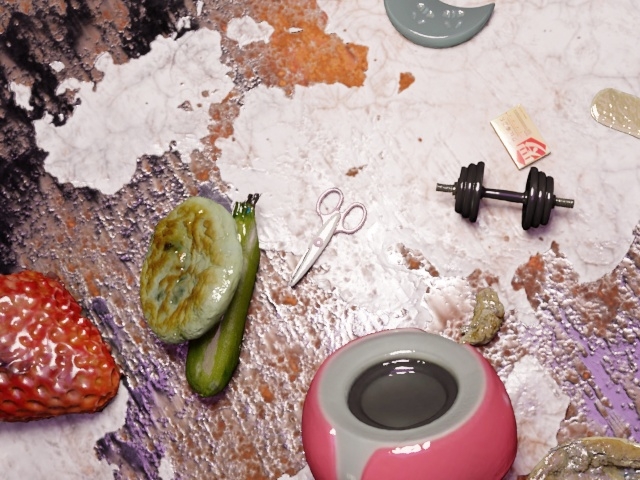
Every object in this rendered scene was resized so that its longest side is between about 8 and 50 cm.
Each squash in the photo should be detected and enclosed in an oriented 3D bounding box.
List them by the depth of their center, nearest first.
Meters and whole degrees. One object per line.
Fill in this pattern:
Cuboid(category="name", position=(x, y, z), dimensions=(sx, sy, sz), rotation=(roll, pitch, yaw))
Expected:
Cuboid(category="squash", position=(-0.147, 0.083, 1.313), dimensions=(0.087, 0.087, 0.332), rotation=(11, 84, 10))

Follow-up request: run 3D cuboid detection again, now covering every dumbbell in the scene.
Cuboid(category="dumbbell", position=(0.281, -0.069, 1.276), dimensions=(0.208, 0.099, 0.099), rotation=(8, 81, 9))

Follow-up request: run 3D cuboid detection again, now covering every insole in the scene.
Cuboid(category="insole", position=(0.543, -0.173, 1.305), dimensions=(0.247, 0.011, 0.081), rotation=(25, 85, 12))

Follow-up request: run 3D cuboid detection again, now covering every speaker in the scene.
Cuboid(category="speaker", position=(0.114, 0.257, 1.151), dimensions=(0.294, 0.294, 0.294), rotation=(-1, 80, 8))

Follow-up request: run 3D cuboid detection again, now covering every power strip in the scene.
Cuboid(category="power strip", position=(0.170, -0.401, 1.380), dimensions=(0.216, 0.044, 0.137), rotation=(40, 88, 12))

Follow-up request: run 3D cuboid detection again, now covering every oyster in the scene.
Cuboid(category="oyster", position=(0.244, 0.117, 1.280), dimensions=(0.080, 0.038, 0.083), rotation=(-13, 80, 7))

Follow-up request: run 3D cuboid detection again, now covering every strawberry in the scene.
Cuboid(category="strawberry", position=(-0.484, 0.193, 1.311), dimensions=(0.253, 0.150, 0.280), rotation=(-42, 76, -1))

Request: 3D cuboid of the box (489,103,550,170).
Cuboid(category="box", position=(0.318, -0.165, 1.332), dimensions=(0.058, 0.015, 0.093), rotation=(-30, 77, 3))

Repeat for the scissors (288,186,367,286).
Cuboid(category="scissors", position=(0.000, 0.000, 1.342), dimensions=(0.085, 0.022, 0.176), rotation=(33, 83, 9))

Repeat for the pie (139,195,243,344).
Cuboid(category="pie", position=(-0.204, 0.045, 1.287), dimensions=(0.240, 0.054, 0.241), rotation=(-19, 62, 41))

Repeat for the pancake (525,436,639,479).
Cuboid(category="pancake", position=(0.422, 0.416, 1.196), dimensions=(0.282, 0.049, 0.282), rotation=(-2, 79, 8))
